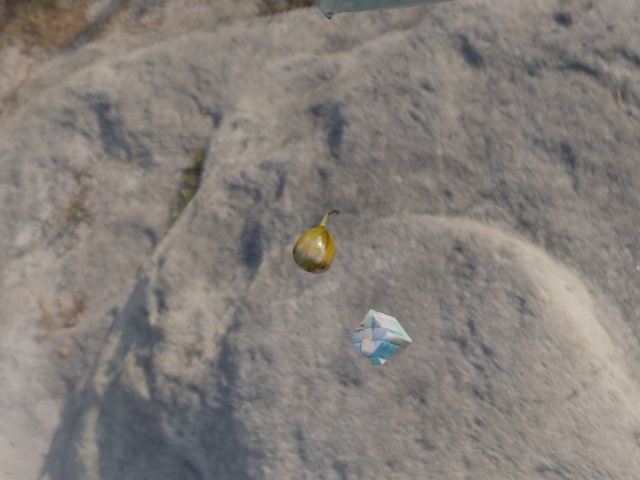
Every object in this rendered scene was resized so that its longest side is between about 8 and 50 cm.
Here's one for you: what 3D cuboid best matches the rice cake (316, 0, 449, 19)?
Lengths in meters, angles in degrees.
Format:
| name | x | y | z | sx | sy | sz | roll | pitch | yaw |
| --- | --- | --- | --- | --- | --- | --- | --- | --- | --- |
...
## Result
| name | x | y | z | sx | sy | sz | roll | pitch | yaw |
| --- | --- | --- | --- | --- | --- | --- | --- | --- | --- |
| rice cake | 0.114 | -0.237 | 0.918 | 0.237 | 0.127 | 0.043 | -13 | 81 | -15 |

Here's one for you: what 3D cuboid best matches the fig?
| name | x | y | z | sx | sy | sz | roll | pitch | yaw |
| --- | --- | --- | --- | --- | --- | --- | --- | --- | --- |
| fig | 0.000 | 0.000 | 1.273 | 0.050 | 0.050 | 0.083 | 13 | 68 | 28 |

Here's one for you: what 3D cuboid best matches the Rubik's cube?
| name | x | y | z | sx | sy | sz | roll | pitch | yaw |
| --- | --- | --- | --- | --- | --- | --- | --- | --- | --- |
| Rubik's cube | 0.088 | 0.156 | 1.708 | 0.073 | 0.075 | 0.084 | -56 | 26 | 15 |
